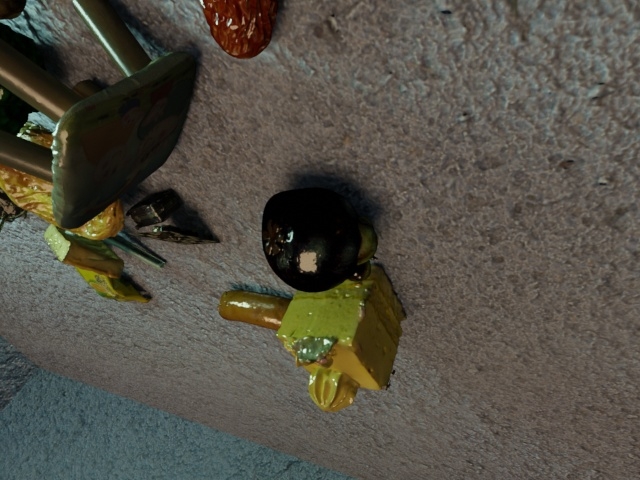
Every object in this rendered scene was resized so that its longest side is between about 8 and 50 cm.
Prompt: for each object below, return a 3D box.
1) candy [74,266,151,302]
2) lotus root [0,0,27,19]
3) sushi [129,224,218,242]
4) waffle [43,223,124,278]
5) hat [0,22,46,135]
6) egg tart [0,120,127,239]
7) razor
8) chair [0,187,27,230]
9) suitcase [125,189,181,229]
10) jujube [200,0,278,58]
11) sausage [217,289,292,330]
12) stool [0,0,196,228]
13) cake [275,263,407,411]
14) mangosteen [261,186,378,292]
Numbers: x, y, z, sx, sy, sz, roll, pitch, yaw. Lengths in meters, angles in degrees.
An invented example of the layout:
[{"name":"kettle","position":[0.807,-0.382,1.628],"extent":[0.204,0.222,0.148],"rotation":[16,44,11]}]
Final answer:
[{"name":"candy","position":[-0.741,0.145,1.478],"extent":[0.187,0.081,0.297],"rotation":[1,146,26]},{"name":"lotus root","position":[-0.616,-0.474,0.698],"extent":[0.260,0.128,0.145],"rotation":[32,171,-12]},{"name":"sushi","position":[-0.370,-0.019,1.101],"extent":[0.139,0.031,0.201],"rotation":[-3,170,26]},{"name":"waffle","position":[-0.688,0.027,1.240],"extent":[0.168,0.057,0.274],"rotation":[29,175,-43]},{"name":"hat","position":[-0.682,-0.243,0.822],"extent":[0.274,0.242,0.332],"rotation":[3,94,17]},{"name":"egg tart","position":[-0.625,-0.152,1.050],"extent":[0.352,0.150,0.352],"rotation":[12,138,12]},{"name":"razor","position":[-0.591,0.008,1.267],"extent":[0.278,0.111,0.056],"rotation":[38,150,-28]},{"name":"chair","position":[-0.964,-0.122,1.278],"extent":[0.160,0.170,0.325],"rotation":[50,179,-32]},{"name":"suitcase","position":[-0.416,-0.077,1.067],"extent":[0.126,0.086,0.059],"rotation":[-8,123,35]},{"name":"jujube","position":[-0.117,-0.350,0.605],"extent":[0.112,0.109,0.176],"rotation":[50,160,29]},{"name":"sausage","position":[-0.168,0.202,1.237],"extent":[0.271,0.109,0.108],"rotation":[8,137,21]},{"name":"stool","position":[-0.408,-0.224,0.744],"extent":[0.226,0.310,0.310],"rotation":[38,138,-4]},{"name":"cake","position":[0.048,0.232,1.004],"extent":[0.223,0.286,0.227],"rotation":[-8,130,34]},{"name":"mangosteen","position":[0.000,0.000,0.853],"extent":[0.243,0.243,0.243],"rotation":[15,139,13]}]
